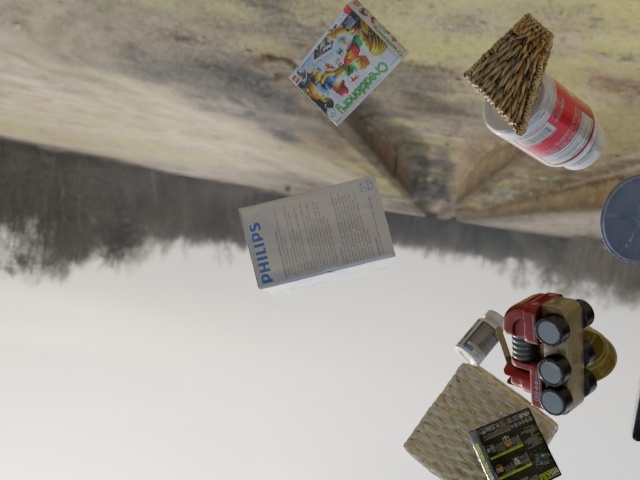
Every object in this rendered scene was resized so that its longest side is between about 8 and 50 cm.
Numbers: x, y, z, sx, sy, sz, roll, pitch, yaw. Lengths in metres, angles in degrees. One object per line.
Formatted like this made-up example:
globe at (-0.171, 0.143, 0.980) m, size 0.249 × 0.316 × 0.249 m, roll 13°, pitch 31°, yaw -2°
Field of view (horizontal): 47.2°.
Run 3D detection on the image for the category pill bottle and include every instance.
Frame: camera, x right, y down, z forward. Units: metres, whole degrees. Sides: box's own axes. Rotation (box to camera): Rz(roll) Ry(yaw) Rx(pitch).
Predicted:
pill bottle at (0.707, -0.365, 2.273) m, size 0.407 × 0.229 × 0.229 m, roll 20°, pitch 175°, yaw -40°
pill bottle at (0.415, 0.248, 1.877) m, size 0.078 × 0.137 × 0.078 m, roll 41°, pitch 165°, yaw 13°

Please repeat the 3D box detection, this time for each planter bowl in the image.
planter bowl at (0.669, 0.277, 1.943) m, size 0.217 × 0.217 × 0.090 m, roll 9°, pitch -140°, yaw 13°

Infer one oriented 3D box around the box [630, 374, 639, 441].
box at (1.011, 0.387, 1.834) m, size 0.395 × 0.318 × 0.097 m, roll 8°, pitch -159°, yaw 18°

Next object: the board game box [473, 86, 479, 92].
board game box at (0.559, -0.491, 2.367) m, size 0.090 × 0.020 × 0.090 m, roll -28°, pitch -134°, yaw -27°

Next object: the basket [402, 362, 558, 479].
basket at (0.460, 0.564, 2.092) m, size 0.331 × 0.328 × 0.266 m, roll 36°, pitch -179°, yaw 19°

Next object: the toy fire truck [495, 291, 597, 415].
toy fire truck at (0.415, 0.204, 1.459) m, size 0.158 × 0.217 × 0.246 m, roll -20°, pitch -161°, yaw -38°

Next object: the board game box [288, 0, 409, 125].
board game box at (0.068, -0.462, 1.931) m, size 0.193 × 0.053 × 0.305 m, roll 44°, pitch 138°, yaw -5°

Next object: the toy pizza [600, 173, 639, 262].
toy pizza at (0.713, -0.050, 1.646) m, size 0.201 × 0.201 × 0.032 m, roll 8°, pitch -173°, yaw -14°

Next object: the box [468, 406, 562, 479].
box at (0.485, 0.533, 1.829) m, size 0.190 × 0.184 × 0.045 m, roll -14°, pitch 162°, yaw -29°

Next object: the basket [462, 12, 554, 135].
basket at (0.536, -0.441, 1.904) m, size 0.223 × 0.213 × 0.299 m, roll 46°, pitch -153°, yaw 0°

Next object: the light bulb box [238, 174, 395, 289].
light bulb box at (0.000, 0.000, 2.008) m, size 0.361 × 0.225 × 0.358 m, roll -14°, pitch 172°, yaw 2°
